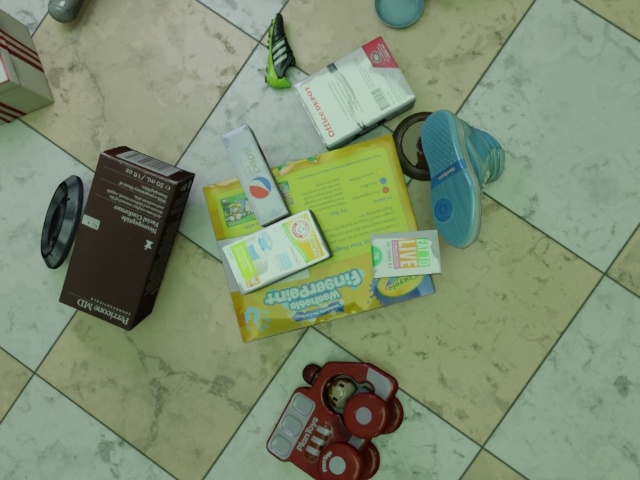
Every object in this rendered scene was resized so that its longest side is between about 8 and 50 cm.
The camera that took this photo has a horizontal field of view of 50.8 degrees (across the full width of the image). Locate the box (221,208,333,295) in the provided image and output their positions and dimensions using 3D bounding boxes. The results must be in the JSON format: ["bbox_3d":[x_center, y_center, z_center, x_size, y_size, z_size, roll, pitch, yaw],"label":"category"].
[{"bbox_3d":[-0.088,0.025,1.432,0.203,0.103,0.114,-23,87,4],"label":"box"}]

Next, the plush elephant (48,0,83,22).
[{"bbox_3d":[-0.631,-0.748,1.586,0.255,0.272,0.330,30,71,-1],"label":"plush elephant"}]

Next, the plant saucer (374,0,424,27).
[{"bbox_3d":[0.190,-0.570,1.629,0.119,0.021,0.119,0,88,4],"label":"plant saucer"}]

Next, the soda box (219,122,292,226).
[{"bbox_3d":[-0.139,-0.138,1.459,0.069,0.074,0.216,-25,85,4],"label":"soda box"}]

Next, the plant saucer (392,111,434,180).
[{"bbox_3d":[0.252,-0.227,1.612,0.168,0.029,0.168,0,90,5],"label":"plant saucer"}]

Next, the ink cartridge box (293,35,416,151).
[{"bbox_3d":[0.080,-0.340,1.592,0.237,0.100,0.172,-29,86,3],"label":"ink cartridge box"}]

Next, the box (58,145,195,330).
[{"bbox_3d":[-0.450,-0.006,1.565,0.191,0.143,0.381,21,107,3],"label":"box"}]

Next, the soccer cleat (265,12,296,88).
[{"bbox_3d":[-0.094,-0.458,1.636,0.072,0.060,0.179,4,95,-5],"label":"soccer cleat"}]

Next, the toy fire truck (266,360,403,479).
[{"bbox_3d":[0.034,0.413,1.559,0.254,0.169,0.302,27,90,23],"label":"toy fire truck"}]

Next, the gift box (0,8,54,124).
[{"bbox_3d":[-0.834,-0.427,1.593,0.255,0.258,0.276,-26,88,3],"label":"gift box"}]

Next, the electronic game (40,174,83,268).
[{"bbox_3d":[-0.611,-0.044,1.601,0.048,0.229,0.229,16,90,-33],"label":"electronic game"}]

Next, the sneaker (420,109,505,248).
[{"bbox_3d":[0.345,-0.128,1.503,0.127,0.208,0.319,-24,65,47],"label":"sneaker"}]

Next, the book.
[{"bbox_3d":[0.182,0.029,1.447,0.144,0.035,0.096,-5,83,5],"label":"book"}]

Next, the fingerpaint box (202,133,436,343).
[{"bbox_3d":[0.000,0.000,1.560,0.444,0.163,0.371,-16,86,5],"label":"fingerpaint box"}]
